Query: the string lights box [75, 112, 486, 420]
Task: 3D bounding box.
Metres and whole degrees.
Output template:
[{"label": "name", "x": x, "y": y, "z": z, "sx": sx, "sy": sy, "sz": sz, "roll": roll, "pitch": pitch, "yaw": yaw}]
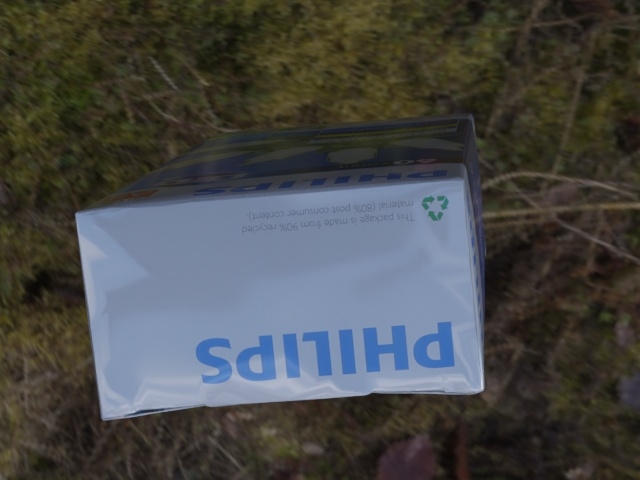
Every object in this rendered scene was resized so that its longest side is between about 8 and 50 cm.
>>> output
[{"label": "string lights box", "x": 0.000, "y": 0.000, "z": 0.618, "sx": 0.133, "sy": 0.260, "sz": 0.077, "roll": -5, "pitch": 99, "yaw": 7}]
